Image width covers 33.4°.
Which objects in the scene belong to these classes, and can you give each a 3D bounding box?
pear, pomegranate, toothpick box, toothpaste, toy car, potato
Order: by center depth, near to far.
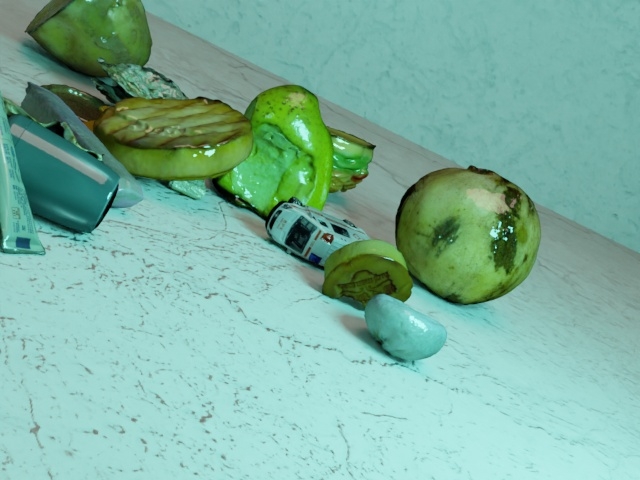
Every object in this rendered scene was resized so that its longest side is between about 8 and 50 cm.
[{"bbox_3d":[-0.424,-0.106,1.414,0.069,0.047,0.268,87,-16,-75],"label":"toothpaste"},{"bbox_3d":[-0.383,-0.090,1.521,0.184,0.120,0.120,28,14,-10],"label":"toothpick box"},{"bbox_3d":[0.000,0.000,1.969,0.210,0.089,0.108,23,20,-32],"label":"toy car"},{"bbox_3d":[-0.059,-0.168,2.115,0.238,0.255,0.164,29,12,-15],"label":"pear"},{"bbox_3d":[0.303,-0.015,2.207,0.322,0.322,0.322,26,15,-7],"label":"pomegranate"},{"bbox_3d":[-0.493,-0.476,2.436,0.237,0.301,0.288,50,31,-24],"label":"potato"}]

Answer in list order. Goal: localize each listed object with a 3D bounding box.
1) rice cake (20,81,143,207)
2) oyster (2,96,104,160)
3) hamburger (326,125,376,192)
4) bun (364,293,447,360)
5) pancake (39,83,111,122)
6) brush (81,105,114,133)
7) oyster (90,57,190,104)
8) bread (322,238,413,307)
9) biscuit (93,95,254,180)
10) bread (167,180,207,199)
[{"bbox_3d":[-0.414,-0.161,1.814,0.070,0.064,0.399,22,15,-45],"label":"rice cake"},{"bbox_3d":[-0.471,-0.168,1.593,0.294,0.094,0.166,20,-30,-4],"label":"oyster"},{"bbox_3d":[0.008,-0.193,2.521,0.237,0.149,0.237,21,9,-3],"label":"hamburger"},{"bbox_3d":[0.131,0.146,1.725,0.141,0.083,0.141,29,5,-3],"label":"bun"},{"bbox_3d":[-0.478,-0.267,2.140,0.199,0.021,0.199,25,17,-8],"label":"pancake"},{"bbox_3d":[-0.422,-0.219,2.049,0.103,0.013,0.272,38,22,9],"label":"brush"},{"bbox_3d":[-0.358,-0.300,2.278,0.268,0.112,0.198,25,10,-39],"label":"oyster"},{"bbox_3d":[0.088,0.058,1.839,0.156,0.125,0.086,23,36,-23],"label":"bread"},{"bbox_3d":[-0.270,-0.185,1.964,0.296,0.102,0.296,3,24,-1],"label":"biscuit"},{"bbox_3d":[-0.247,-0.108,1.989,0.070,0.035,0.083,24,13,-13],"label":"bread"}]
